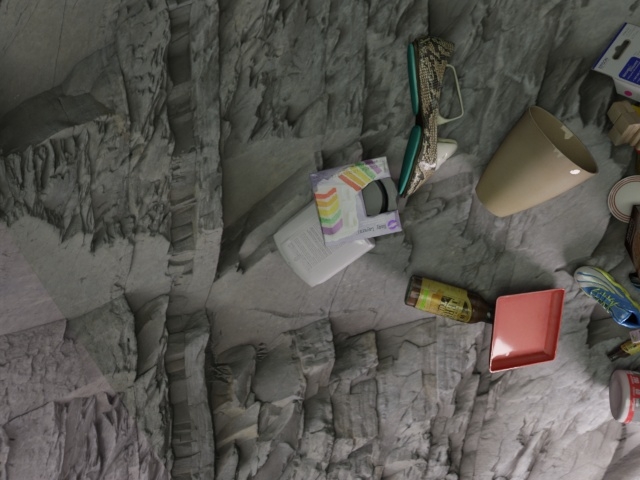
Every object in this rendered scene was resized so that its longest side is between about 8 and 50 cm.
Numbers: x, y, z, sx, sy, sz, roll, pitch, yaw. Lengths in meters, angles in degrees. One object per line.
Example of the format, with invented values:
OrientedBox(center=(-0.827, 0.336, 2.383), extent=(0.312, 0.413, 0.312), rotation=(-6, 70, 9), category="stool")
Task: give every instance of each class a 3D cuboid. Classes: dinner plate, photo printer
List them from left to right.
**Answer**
OrientedBox(center=(0.000, 0.000, 1.723), extent=(0.307, 0.107, 0.256), rotation=(-38, 91, 23), category="photo printer")
OrientedBox(center=(0.923, -0.121, 1.451), extent=(0.141, 0.017, 0.141), rotation=(5, 107, 16), category="dinner plate")

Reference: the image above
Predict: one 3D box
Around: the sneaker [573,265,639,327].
OrientedBox(center=(0.879, 0.173, 1.487), extent=(0.240, 0.126, 0.091), rotation=(38, 112, 4), category="sneaker")

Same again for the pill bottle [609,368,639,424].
OrientedBox(center=(1.055, 0.492, 1.503), extent=(0.282, 0.161, 0.162), rotation=(4, 106, 16), category="pill bottle")

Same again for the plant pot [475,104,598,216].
OrientedBox(center=(0.592, -0.201, 1.431), extent=(0.256, 0.256, 0.274), rotation=(44, 129, 2), category="plant pot")

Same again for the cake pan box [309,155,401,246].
OrientedBox(center=(0.117, -0.123, 1.579), extent=(0.266, 0.070, 0.246), rotation=(-11, 94, 7), category="cake pan box")

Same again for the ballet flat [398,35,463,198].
OrientedBox(center=(0.343, -0.364, 1.501), extent=(0.181, 0.164, 0.484), rotation=(2, 104, 0), category="ballet flat")

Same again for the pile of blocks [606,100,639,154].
OrientedBox(center=(0.935, -0.258, 1.309), extent=(0.362, 0.113, 0.149), rotation=(36, 69, 19), category="pile of blocks")

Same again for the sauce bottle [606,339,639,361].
OrientedBox(center=(0.968, 0.342, 1.552), extent=(0.128, 0.042, 0.042), rotation=(-39, 91, 21), category="sauce bottle")

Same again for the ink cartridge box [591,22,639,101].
OrientedBox(center=(0.918, -0.421, 1.273), extent=(0.370, 0.069, 0.176), rotation=(35, 83, 23), category="ink cartridge box")

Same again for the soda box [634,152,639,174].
OrientedBox(center=(0.932, -0.275, 1.383), extent=(0.061, 0.058, 0.182), rotation=(2, 105, 17), category="soda box")

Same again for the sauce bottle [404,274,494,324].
OrientedBox(center=(0.455, 0.209, 1.635), extent=(0.344, 0.111, 0.112), rotation=(15, 109, 7), category="sauce bottle")

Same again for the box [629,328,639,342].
OrientedBox(center=(1.037, 0.267, 1.439), extent=(0.206, 0.114, 0.036), rotation=(-3, 70, -2), category="box")

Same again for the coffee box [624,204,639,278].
OrientedBox(center=(0.925, 0.018, 1.353), extent=(0.098, 0.247, 0.141), rotation=(4, 120, 17), category="coffee box")

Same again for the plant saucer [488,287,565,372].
OrientedBox(center=(0.646, 0.278, 1.576), extent=(0.258, 0.047, 0.259), rotation=(-5, 106, -18), category="plant saucer")

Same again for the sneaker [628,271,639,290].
OrientedBox(center=(1.003, 0.075, 1.454), extent=(0.078, 0.067, 0.188), rotation=(45, 116, -5), category="sneaker")
